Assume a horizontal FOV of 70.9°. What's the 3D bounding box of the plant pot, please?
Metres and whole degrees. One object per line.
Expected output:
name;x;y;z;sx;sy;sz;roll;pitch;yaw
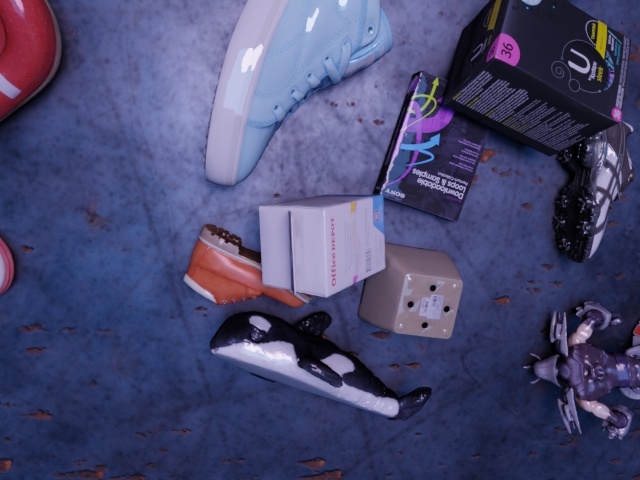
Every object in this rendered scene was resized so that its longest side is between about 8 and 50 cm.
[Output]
plant pot;0.118;0.069;0.568;0.109;0.096;0.109;9;99;-10

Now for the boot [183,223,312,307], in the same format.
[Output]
boot;-0.090;0.053;0.556;0.157;0.059;0.085;29;98;-4

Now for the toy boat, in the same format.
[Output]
toy boat;-0.371;-0.183;0.417;0.231;0.151;0.151;-38;104;-1

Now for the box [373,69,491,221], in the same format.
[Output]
box;0.148;-0.116;0.574;0.116;0.029;0.162;16;98;-12

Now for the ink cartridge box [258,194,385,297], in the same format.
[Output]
ink cartridge box;0.000;0.000;0.503;0.089;0.143;0.092;5;103;36

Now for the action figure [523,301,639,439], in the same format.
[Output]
action figure;0.430;0.176;0.609;0.284;0.099;0.186;-6;89;21

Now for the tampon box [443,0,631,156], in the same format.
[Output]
tampon box;0.248;-0.195;0.520;0.160;0.101;0.121;22;73;-12

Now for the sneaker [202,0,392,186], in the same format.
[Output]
sneaker;-0.002;-0.210;0.479;0.150;0.135;0.366;25;96;-7

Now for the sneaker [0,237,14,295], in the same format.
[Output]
sneaker;-0.497;0.012;0.440;0.313;0.136;0.116;7;98;-10

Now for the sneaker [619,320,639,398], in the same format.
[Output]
sneaker;0.503;0.168;0.677;0.064;0.061;0.158;28;96;-40

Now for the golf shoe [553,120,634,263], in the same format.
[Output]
golf shoe;0.371;-0.066;0.594;0.093;0.077;0.198;-2;101;-9

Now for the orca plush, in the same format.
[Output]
orca plush;0.012;0.138;0.564;0.287;0.151;0.102;21;65;-9
